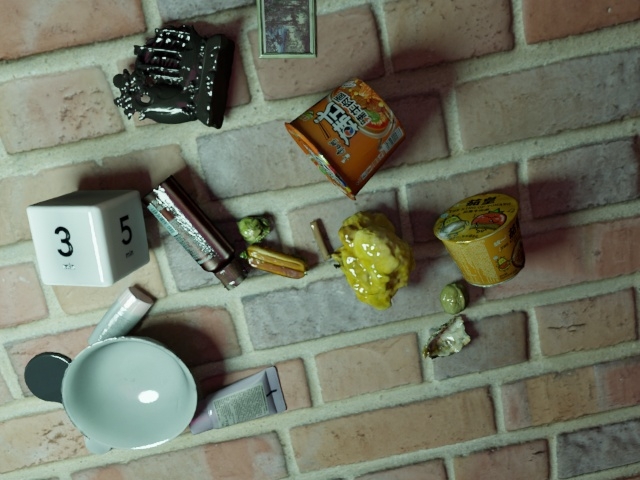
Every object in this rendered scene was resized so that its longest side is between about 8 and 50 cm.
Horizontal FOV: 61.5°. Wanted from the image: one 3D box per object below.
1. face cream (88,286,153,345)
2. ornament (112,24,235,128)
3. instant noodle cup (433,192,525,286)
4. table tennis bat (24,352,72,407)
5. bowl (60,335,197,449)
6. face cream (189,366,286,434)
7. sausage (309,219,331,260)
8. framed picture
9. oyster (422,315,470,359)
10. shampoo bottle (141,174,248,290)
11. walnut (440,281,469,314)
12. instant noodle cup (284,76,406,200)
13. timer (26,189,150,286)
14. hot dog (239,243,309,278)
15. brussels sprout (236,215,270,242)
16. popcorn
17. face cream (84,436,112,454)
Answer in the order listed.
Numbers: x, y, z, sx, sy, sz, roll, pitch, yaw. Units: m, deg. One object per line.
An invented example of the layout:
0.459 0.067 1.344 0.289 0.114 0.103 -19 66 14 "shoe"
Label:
-0.547 0.217 1.462 0.084 0.057 0.198 39 99 -20 "face cream"
-0.354 -0.393 1.278 0.261 0.106 0.251 13 98 2 "ornament"
0.421 0.003 1.381 0.216 0.215 0.172 -26 115 5 "instant noodle cup"
-0.743 0.424 1.528 0.150 0.027 0.236 -23 105 3 "table tennis bat"
-0.496 0.379 1.456 0.346 0.157 0.345 -1 109 -4 "bowl"
-0.244 0.468 1.544 0.274 0.096 0.154 -15 104 -12 "face cream"
0.000 0.000 1.443 0.026 0.026 0.116 -20 106 3 "sausage"
-0.081 -0.532 1.288 0.142 0.011 0.183 -1 106 -3 "framed picture"
0.350 0.283 1.531 0.148 0.051 0.103 -27 104 -11 "oyster"
-0.313 -0.013 1.382 0.129 0.084 0.323 -27 109 41 "shampoo bottle"
0.369 0.160 1.482 0.092 0.092 0.092 -1 106 -3 "walnut"
0.067 -0.246 1.272 0.192 0.250 0.250 -42 104 1 "instant noodle cup"
-0.553 -0.011 1.303 0.193 0.194 0.194 1 106 14 "timer"
-0.120 0.054 1.435 0.189 0.055 0.072 17 136 -3 "hot dog"
-0.171 -0.031 1.411 0.085 0.058 0.085 -5 105 -19 "brussels sprout"
0.139 0.048 1.382 0.191 0.190 0.253 -37 101 1 "popcorn"
-0.620 0.553 1.536 0.091 0.095 0.091 -1 107 -3 "face cream"
